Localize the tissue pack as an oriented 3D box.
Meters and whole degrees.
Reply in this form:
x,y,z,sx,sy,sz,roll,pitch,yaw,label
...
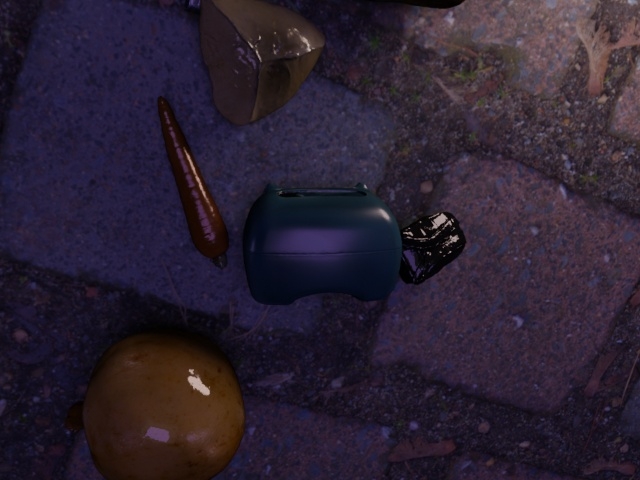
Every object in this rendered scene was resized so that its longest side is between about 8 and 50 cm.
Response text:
x,y,z,sx,sy,sz,roll,pitch,yaw,label
0.000,0.000,0.952,0.287,0.198,0.206,-2,105,-7,tissue pack

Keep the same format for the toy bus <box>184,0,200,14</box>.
x,y,z,sx,sy,sz,roll,pitch,yaw,label
-0.184,-0.482,0.871,0.075,0.064,0.190,8,102,-27,toy bus

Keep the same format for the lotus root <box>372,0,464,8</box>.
x,y,z,sx,sy,sz,roll,pitch,yaw,label
0.139,-0.494,0.891,0.275,0.160,0.152,2,113,-14,lotus root

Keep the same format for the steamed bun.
x,y,z,sx,sy,sz,roll,pitch,yaw,label
-0.104,-0.299,0.890,0.231,0.110,0.212,4,115,-25,steamed bun

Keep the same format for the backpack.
x,y,z,sx,sy,sz,roll,pitch,yaw,label
0.217,0.012,1.059,0.165,0.106,0.120,-23,94,-28,backpack

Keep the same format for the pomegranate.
x,y,z,sx,sy,sz,roll,pitch,yaw,label
-0.269,0.298,0.914,0.307,0.307,0.307,-3,104,-13,pomegranate

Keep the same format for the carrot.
x,y,z,sx,sy,sz,roll,pitch,yaw,label
-0.240,-0.098,0.948,0.069,0.069,0.336,-21,104,-8,carrot
